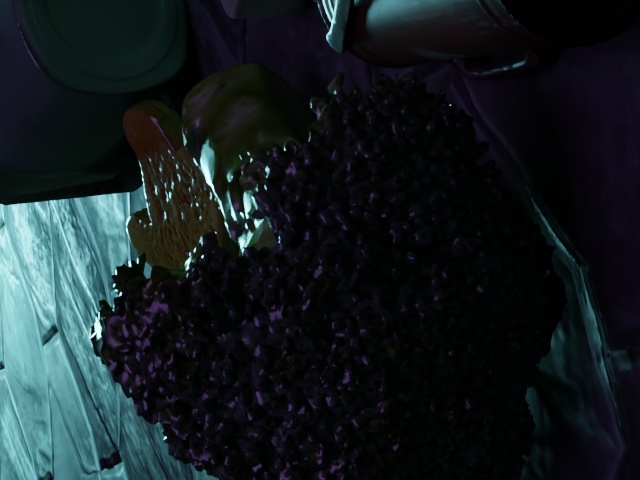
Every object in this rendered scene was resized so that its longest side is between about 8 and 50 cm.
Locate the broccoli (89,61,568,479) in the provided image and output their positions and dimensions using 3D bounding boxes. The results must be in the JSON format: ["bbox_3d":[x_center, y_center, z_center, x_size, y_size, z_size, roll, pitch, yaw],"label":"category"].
[{"bbox_3d":[-0.014,-0.011,0.843,0.252,0.221,0.361,48,-171,-50],"label":"broccoli"}]

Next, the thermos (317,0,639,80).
[{"bbox_3d":[0.063,-0.128,0.735,0.124,0.099,0.232,46,164,-17],"label":"thermos"}]

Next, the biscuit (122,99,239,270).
[{"bbox_3d":[-0.096,0.005,1.179,0.158,0.035,0.240,37,140,38],"label":"biscuit"}]

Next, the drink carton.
[{"bbox_3d":[-0.209,-0.141,1.228,0.189,0.191,0.185,-28,71,58],"label":"drink carton"}]

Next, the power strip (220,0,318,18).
[{"bbox_3d":[-0.077,-0.287,1.021,0.098,0.058,0.338,111,142,-49],"label":"power strip"}]
